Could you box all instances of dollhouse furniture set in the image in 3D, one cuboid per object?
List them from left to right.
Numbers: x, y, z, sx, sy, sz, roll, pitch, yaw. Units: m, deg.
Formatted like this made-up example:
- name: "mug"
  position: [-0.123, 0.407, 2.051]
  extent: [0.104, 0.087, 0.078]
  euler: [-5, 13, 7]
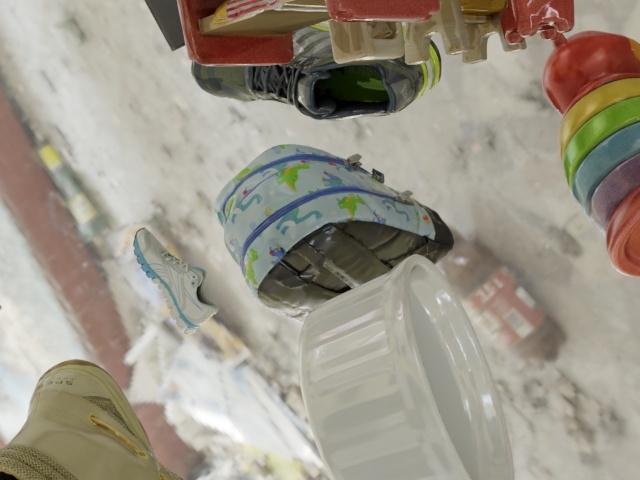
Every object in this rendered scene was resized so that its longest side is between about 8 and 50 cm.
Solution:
- name: "dollhouse furniture set"
  position: [0.074, -0.243, 1.049]
  extent: [0.201, 0.374, 0.152]
  euler: [-7, 91, 49]

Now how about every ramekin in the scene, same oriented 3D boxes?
- name: "ramekin"
  position: [0.088, 0.166, 1.262]
  extent: [0.135, 0.277, 0.277]
  euler: [-21, 112, 17]

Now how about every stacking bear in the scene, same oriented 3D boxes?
- name: "stacking bear"
  position: [0.337, -0.118, 1.347]
  extent: [0.175, 0.164, 0.289]
  euler: [31, -149, -46]

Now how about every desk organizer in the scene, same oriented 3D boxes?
- name: "desk organizer"
  position: [-0.157, -0.257, 1.205]
  extent: [0.050, 0.047, 0.130]
  euler: [-115, -1, -47]

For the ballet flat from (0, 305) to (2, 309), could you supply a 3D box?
- name: "ballet flat"
  position: [-0.466, 0.052, 1.319]
  extent: [0.248, 0.086, 0.086]
  euler: [-4, 132, 9]

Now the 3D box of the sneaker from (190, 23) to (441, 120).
- name: "sneaker"
  position: [-0.019, -0.196, 1.406]
  extent: [0.300, 0.121, 0.111]
  euler: [3, 117, 21]

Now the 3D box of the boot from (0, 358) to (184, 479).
- name: "boot"
  position: [-0.153, 0.233, 0.923]
  extent: [0.262, 0.095, 0.203]
  euler: [60, -170, -11]

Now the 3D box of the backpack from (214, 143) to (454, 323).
- name: "backpack"
  position: [0.000, 0.000, 1.881]
  extent: [0.290, 0.355, 0.273]
  euler: [-37, 77, 22]

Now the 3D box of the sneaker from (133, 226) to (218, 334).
- name: "sneaker"
  position: [-0.230, 0.053, 1.990]
  extent: [0.083, 0.071, 0.191]
  euler: [-32, 94, 20]
